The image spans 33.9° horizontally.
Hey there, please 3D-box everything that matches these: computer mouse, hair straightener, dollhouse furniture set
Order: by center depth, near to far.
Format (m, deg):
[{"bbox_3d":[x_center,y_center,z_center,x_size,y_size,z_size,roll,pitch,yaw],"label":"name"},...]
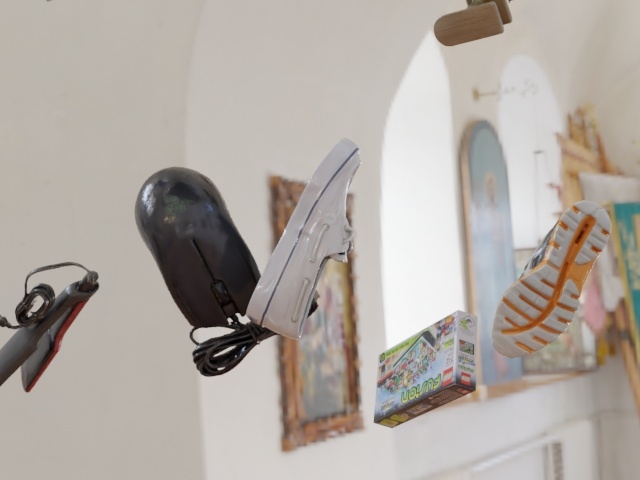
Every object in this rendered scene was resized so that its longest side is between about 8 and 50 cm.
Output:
[{"bbox_3d":[-0.311,0.094,1.135,0.089,0.047,0.230,11,-40,-38],"label":"hair straightener"},{"bbox_3d":[-0.138,0.028,1.347,0.188,0.272,0.072,-32,8,-4],"label":"computer mouse"},{"bbox_3d":[0.169,-0.397,1.417,0.161,0.242,0.212,-9,25,33],"label":"dollhouse furniture set"}]

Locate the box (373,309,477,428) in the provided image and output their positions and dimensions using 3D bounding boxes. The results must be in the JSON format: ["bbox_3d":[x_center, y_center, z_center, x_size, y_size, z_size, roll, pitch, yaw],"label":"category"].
[{"bbox_3d":[0.149,0.188,1.509,0.036,0.114,0.207,20,-33,-23],"label":"box"}]

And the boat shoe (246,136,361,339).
[{"bbox_3d":[0.000,0.000,1.312,0.084,0.258,0.095,27,3,7],"label":"boat shoe"}]

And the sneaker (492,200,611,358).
[{"bbox_3d":[0.281,0.053,1.286,0.084,0.215,0.083,36,-7,3],"label":"sneaker"}]
